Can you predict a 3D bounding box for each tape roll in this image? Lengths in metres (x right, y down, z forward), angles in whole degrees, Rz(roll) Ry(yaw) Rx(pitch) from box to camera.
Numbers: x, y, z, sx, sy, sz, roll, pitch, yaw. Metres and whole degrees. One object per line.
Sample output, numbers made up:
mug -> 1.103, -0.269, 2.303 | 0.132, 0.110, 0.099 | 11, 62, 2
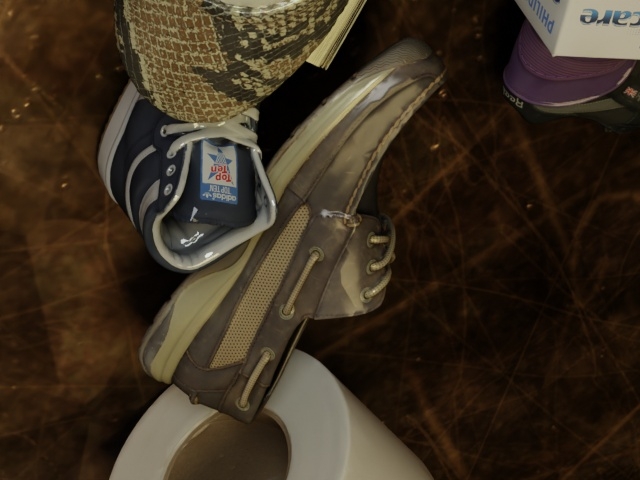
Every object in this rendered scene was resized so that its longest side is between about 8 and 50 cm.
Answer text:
tape roll -> -0.039, 0.233, 1.282 | 0.246, 0.246, 0.169 | -38, 132, 6

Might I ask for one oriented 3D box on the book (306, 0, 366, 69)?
book -> 0.019, -0.205, 1.070 | 0.035, 0.096, 0.144 | 24, 114, -20

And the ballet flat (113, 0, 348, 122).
ballet flat -> 0.010, -0.286, 0.895 | 0.164, 0.182, 0.483 | 33, 97, -2

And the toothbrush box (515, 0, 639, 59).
toothbrush box -> 0.207, -0.291, 1.010 | 0.122, 0.206, 0.283 | 2, 124, -16

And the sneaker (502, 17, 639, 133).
sneaker -> 0.280, -0.149, 1.251 | 0.283, 0.107, 0.124 | 1, 140, -21

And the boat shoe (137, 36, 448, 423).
boat shoe -> 0.000, 0.000, 1.172 | 0.130, 0.132, 0.355 | 38, 117, 0

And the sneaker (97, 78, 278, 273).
sneaker -> -0.073, -0.110, 1.060 | 0.099, 0.153, 0.282 | 5, 123, -29
